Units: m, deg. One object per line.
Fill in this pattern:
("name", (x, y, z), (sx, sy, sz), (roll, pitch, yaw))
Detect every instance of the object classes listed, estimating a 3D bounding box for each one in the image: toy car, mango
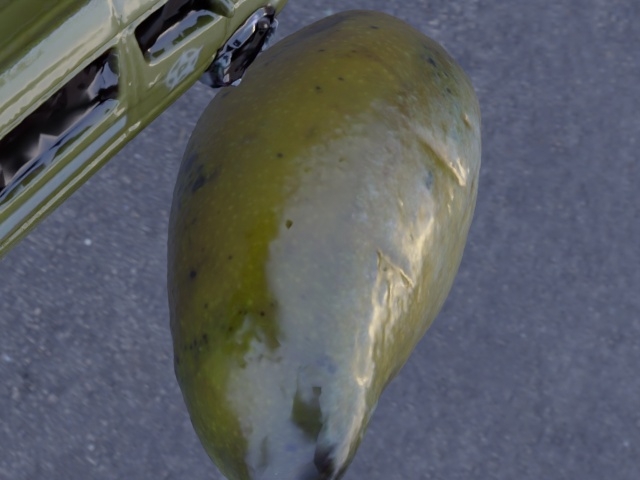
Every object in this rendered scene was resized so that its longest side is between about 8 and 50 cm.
("toy car", (-0.115, -0.063, 0.447), (0.101, 0.124, 0.256), (41, 67, 9))
("mango", (-0.005, -0.007, 0.708), (0.176, 0.176, 0.329), (49, 35, -8))
